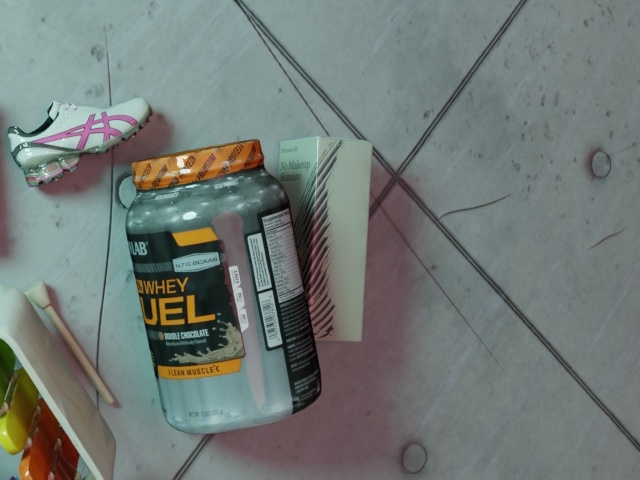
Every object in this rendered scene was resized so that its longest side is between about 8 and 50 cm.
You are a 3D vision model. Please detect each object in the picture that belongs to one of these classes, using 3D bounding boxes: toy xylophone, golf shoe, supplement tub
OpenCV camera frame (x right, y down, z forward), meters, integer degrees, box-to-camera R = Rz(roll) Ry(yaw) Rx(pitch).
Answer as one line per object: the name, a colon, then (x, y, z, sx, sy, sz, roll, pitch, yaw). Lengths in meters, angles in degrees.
toy xylophone: (-0.323, 0.180, 1.375, 0.081, 0.236, 0.322, -25, 104, 4)
golf shoe: (-0.291, -0.140, 1.454, 0.186, 0.067, 0.086, -32, 105, -28)
supplement tub: (-0.124, 0.053, 1.480, 0.207, 0.207, 0.338, -15, 97, -32)

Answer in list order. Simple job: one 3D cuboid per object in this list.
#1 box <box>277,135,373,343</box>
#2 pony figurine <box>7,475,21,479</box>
box: (0.000, 0.000, 1.617, 0.094, 0.113, 0.275, 4, 87, -31)
pony figurine: (-0.440, 0.354, 1.273, 0.363, 0.303, 0.351, 51, 33, -18)
